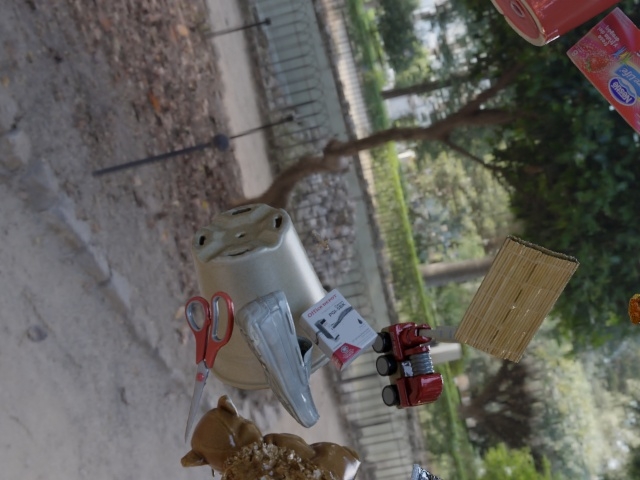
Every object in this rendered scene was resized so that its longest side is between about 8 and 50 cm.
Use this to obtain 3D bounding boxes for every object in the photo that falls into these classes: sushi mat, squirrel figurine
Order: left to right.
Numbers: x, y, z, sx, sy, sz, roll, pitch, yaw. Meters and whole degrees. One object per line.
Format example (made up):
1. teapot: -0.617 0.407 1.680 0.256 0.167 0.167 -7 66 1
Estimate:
1. squirrel figurine: -0.121 0.514 1.845 0.370 0.281 0.397 36 -7 -1
2. sushi mat: 0.397 0.128 1.693 0.019 0.151 0.317 -65 174 -48

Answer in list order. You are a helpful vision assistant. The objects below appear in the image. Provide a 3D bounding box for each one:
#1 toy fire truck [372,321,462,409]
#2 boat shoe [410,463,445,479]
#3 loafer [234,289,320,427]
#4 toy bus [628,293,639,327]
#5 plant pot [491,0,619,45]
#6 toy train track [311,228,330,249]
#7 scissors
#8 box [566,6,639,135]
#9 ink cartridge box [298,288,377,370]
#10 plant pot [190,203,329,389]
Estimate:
1. toy fire truck: 0.277 0.307 2.102 0.246 0.158 0.217 -28 -112 52
2. boat shoe: 0.277 0.618 2.095 0.183 0.083 0.065 62 40 -64
3. loafer: -0.057 0.236 1.585 0.112 0.111 0.320 37 -25 51
4. toy bus: 1.065 0.189 2.435 0.211 0.220 0.149 -48 138 -23
5. plant pot: 0.475 -0.538 1.624 0.275 0.243 0.275 49 4 -5
6. toy train track: 0.000 0.000 2.461 0.083 0.048 0.014 53 15 -28
7. scissors: -0.217 0.245 1.561 0.021 0.108 0.297 6 86 -66
8. box: 0.696 -0.347 1.795 0.300 0.142 0.154 50 20 7
9. ink cartridge box: 0.035 0.182 1.679 0.135 0.099 0.056 46 -21 15
10. plant pot: -0.137 0.101 1.799 0.334 0.333 0.306 -89 165 -58
